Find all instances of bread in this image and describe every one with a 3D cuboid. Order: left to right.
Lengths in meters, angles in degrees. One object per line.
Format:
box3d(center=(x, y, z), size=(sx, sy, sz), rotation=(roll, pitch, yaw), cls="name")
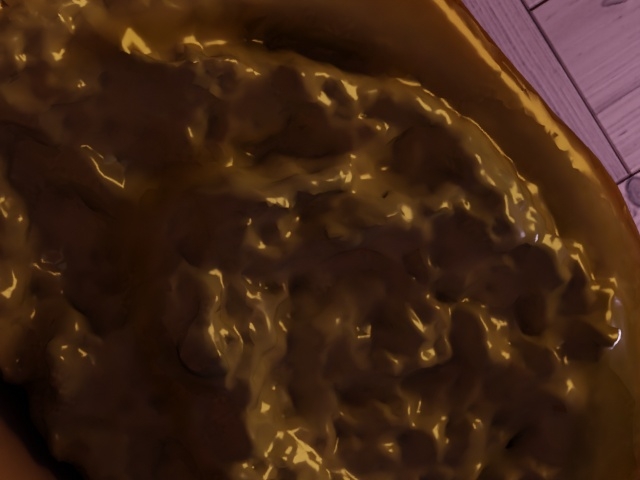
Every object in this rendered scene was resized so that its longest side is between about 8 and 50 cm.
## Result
box3d(center=(0.000, 0.000, 0.711), size=(0.316, 0.211, 0.270), rotation=(59, 6, -13), cls="bread")
